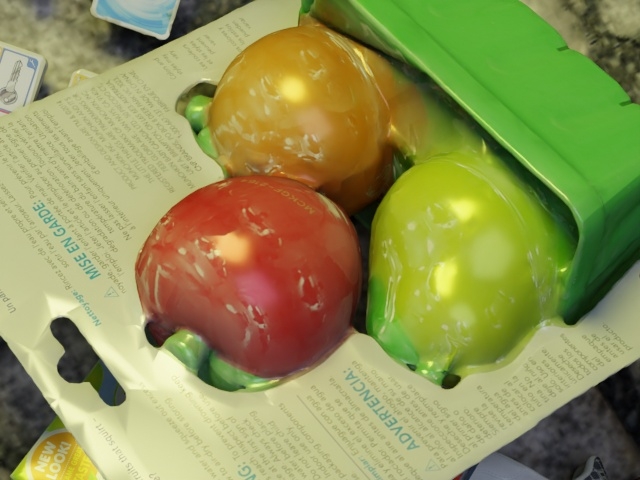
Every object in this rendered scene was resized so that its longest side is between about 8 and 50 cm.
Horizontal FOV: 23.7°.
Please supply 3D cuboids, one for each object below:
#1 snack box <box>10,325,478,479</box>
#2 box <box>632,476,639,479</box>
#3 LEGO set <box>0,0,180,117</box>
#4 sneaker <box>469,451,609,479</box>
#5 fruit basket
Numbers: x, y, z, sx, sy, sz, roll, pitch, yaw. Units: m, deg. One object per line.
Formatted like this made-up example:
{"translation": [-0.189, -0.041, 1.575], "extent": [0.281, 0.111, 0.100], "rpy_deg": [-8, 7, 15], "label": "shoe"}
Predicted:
{"translation": [-0.036, 0.126, 0.843], "extent": [0.207, 0.070, 0.174], "rpy_deg": [27, 60, 13], "label": "snack box"}
{"translation": [0.285, 0.183, 0.855], "extent": [0.123, 0.257, 0.128], "rpy_deg": [-21, 89, -12], "label": "box"}
{"translation": [-0.174, -0.160, 0.917], "extent": [0.182, 0.060, 0.244], "rpy_deg": [18, 92, -12], "label": "LEGO set"}
{"translation": [0.064, 0.173, 0.915], "extent": [0.235, 0.090, 0.094], "rpy_deg": [4, 68, -11], "label": "sneaker"}
{"translation": [0.000, 0.000, 0.825], "extent": [0.353, 0.165, 0.327], "rpy_deg": [-32, 59, -21], "label": "fruit basket"}
